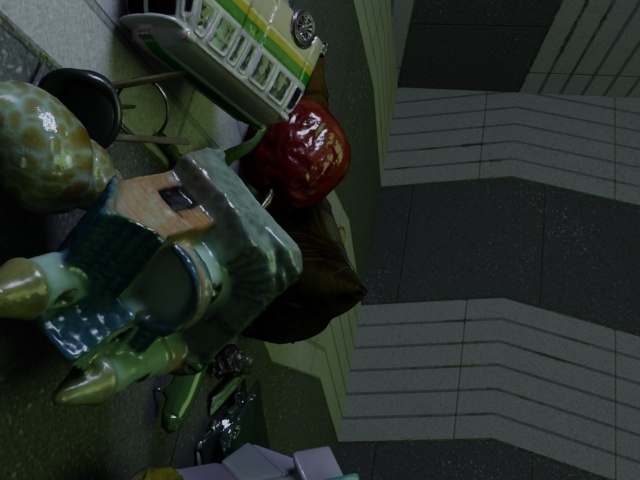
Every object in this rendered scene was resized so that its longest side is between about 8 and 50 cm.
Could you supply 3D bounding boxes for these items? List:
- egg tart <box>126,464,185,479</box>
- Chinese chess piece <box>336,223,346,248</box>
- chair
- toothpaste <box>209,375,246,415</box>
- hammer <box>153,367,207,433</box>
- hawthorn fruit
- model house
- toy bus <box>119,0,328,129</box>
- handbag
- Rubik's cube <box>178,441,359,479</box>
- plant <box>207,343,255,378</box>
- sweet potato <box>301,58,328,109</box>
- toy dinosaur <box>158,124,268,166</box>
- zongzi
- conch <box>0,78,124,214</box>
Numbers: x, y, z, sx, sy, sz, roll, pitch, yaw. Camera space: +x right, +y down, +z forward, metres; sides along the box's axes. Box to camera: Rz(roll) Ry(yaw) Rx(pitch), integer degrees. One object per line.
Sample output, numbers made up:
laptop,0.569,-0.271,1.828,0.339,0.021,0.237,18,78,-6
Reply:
egg tart,-0.280,0.456,0.861,0.341,0.132,0.342,7,90,-77
Chinese chess piece,0.011,0.069,2.034,0.257,0.104,0.257,6,90,-78
chair,-0.240,-0.157,0.806,0.095,0.104,0.221,61,22,1
toothpaste,-0.193,0.311,1.411,0.197,0.029,0.048,-44,150,-67
hammer,-0.209,0.167,1.134,0.206,0.118,0.336,70,35,-61
hawthorn fruit,-0.065,-0.156,1.368,0.266,0.230,0.210,-64,-170,-18
model house,-0.215,0.062,0.712,0.267,0.194,0.325,-45,169,24
toy bus,-0.144,-0.303,0.943,0.305,0.143,0.179,33,74,-52
handbag,-0.182,0.462,1.412,0.247,0.079,0.260,-56,150,-64
Rubik's cube,-0.094,0.552,1.137,0.358,0.368,0.388,2,101,-38
plant,-0.181,0.249,1.347,0.085,0.087,0.174,-54,160,0
sweet potato,-0.018,-0.393,1.766,0.346,0.079,0.108,-75,152,-48
toy dinosaur,-0.195,-0.059,1.115,0.301,0.087,0.447,43,57,-72
zongzi,0.000,0.000,1.411,0.432,0.207,0.404,-34,-136,55
conch,-0.285,-0.090,0.684,0.116,0.105,0.173,-102,176,-65
